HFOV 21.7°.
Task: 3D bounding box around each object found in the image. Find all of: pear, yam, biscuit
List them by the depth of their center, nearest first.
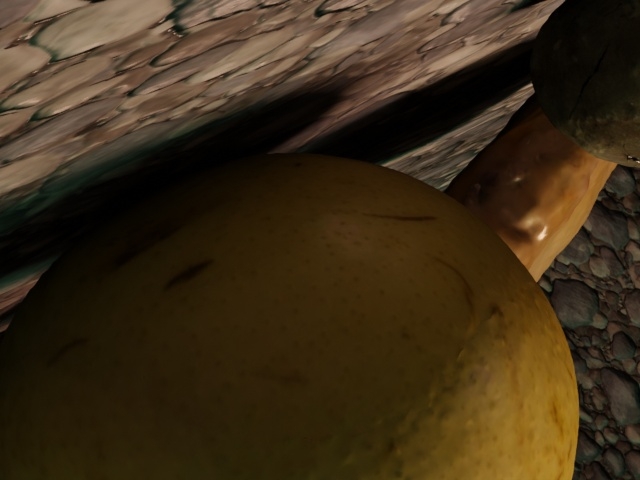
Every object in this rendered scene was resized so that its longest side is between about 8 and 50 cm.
[{"bbox_3d":[0.246,-0.128,0.928,0.154,0.154,0.254,-24,175,-34],"label":"yam"},{"bbox_3d":[-0.020,0.113,1.008,0.348,0.348,0.348,-26,177,-1],"label":"pear"},{"bbox_3d":[0.121,0.011,1.355,0.429,0.104,0.446,-48,179,-41],"label":"biscuit"}]
